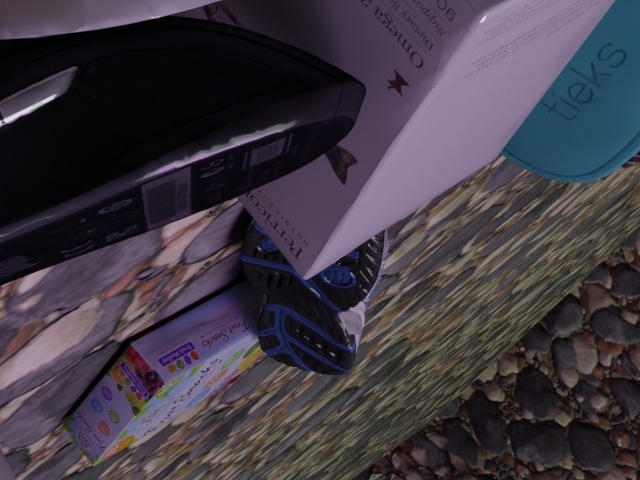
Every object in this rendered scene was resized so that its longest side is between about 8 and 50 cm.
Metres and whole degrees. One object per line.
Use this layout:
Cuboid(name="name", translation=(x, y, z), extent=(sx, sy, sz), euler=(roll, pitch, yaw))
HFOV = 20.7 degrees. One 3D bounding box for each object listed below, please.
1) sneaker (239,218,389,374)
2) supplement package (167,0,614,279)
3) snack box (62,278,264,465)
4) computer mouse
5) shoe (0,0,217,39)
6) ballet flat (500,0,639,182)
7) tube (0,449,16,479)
Cuboid(name="sneaker", translation=(0.000, 0.000, 1.007), extent=(0.211, 0.080, 0.081), euler=(104, 3, -62))
Cuboid(name="supplement package", translation=(0.025, -0.085, 0.598), extent=(0.105, 0.105, 0.179), euler=(-34, 168, -29))
Cuboid(name="snack box", translation=(-0.083, 0.076, 1.091), extent=(0.141, 0.037, 0.100), euler=(-28, 164, -47))
Cuboid(name="computer mouse", translation=(-0.115, -0.019, 0.485), extent=(0.262, 0.060, 0.184), euler=(-22, 173, -2))
Cuboid(name="shoe", translation=(-0.018, -0.111, 0.470), extent=(0.178, 0.081, 0.063), euler=(-12, -166, 17))
Cuboid(name="ballet flat", translation=(0.203, -0.185, 0.753), extent=(0.182, 0.164, 0.483), euler=(-58, -175, -27))
Cuboid(name="tube", translation=(-0.249, 0.167, 0.879), extent=(0.207, 0.052, 0.080), euler=(-35, 168, 4))
